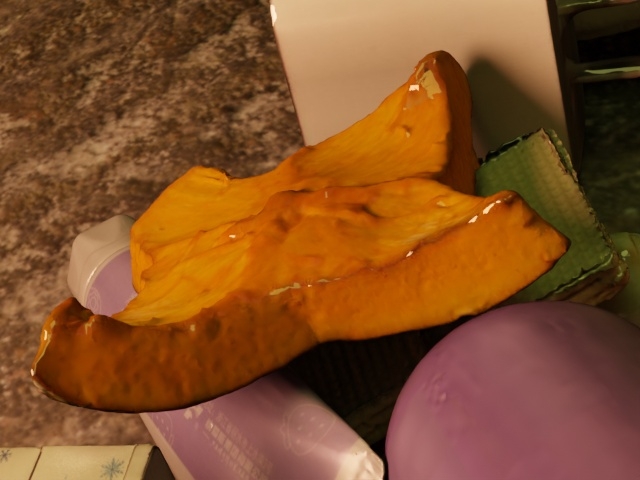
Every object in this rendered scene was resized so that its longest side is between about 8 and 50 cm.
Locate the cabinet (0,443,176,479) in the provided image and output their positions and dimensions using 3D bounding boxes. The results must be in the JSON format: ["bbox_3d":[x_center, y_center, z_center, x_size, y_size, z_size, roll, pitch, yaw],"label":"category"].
[{"bbox_3d":[-0.178,0.209,0.839,0.206,0.150,0.145,-3,43,19],"label":"cabinet"}]

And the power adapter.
[{"bbox_3d":[0.109,-0.133,1.077,0.255,0.187,0.124,-4,35,17],"label":"power adapter"}]

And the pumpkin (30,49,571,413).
[{"bbox_3d":[-0.019,-0.001,0.911,0.290,0.095,0.258,-18,25,-2],"label":"pumpkin"}]

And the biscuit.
[{"bbox_3d":[0.065,0.040,0.968,0.250,0.046,0.147,-32,37,9],"label":"biscuit"}]

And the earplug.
[{"bbox_3d":[0.169,0.187,0.697,0.215,0.215,0.456,-26,38,-8],"label":"earplug"}]

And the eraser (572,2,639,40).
[{"bbox_3d":[0.240,-0.263,1.148,0.331,0.150,0.331,-21,24,10],"label":"eraser"}]

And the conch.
[{"bbox_3d":[0.188,0.018,0.975,0.180,0.065,0.088,-13,41,15],"label":"conch"}]

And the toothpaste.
[{"bbox_3d":[-0.072,0.092,0.953,0.125,0.080,0.371,-64,32,13],"label":"toothpaste"}]
